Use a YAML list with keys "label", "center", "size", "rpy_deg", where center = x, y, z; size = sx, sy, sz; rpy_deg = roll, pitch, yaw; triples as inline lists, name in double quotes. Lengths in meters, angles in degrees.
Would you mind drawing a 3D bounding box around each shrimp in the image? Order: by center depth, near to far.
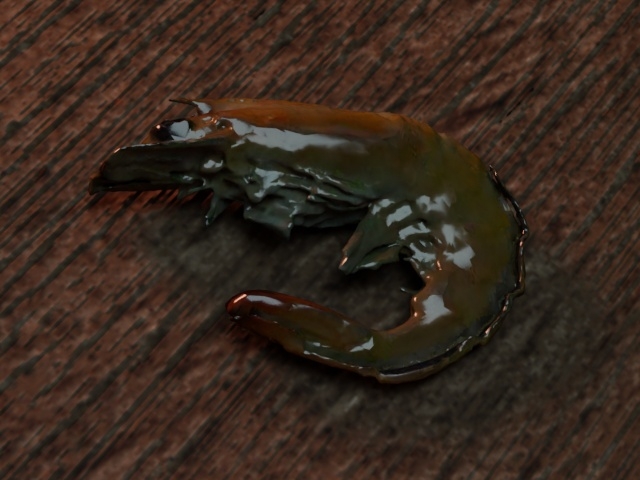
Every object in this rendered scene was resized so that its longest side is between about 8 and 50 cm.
- label: "shrimp"
  center: [0.000, 0.001, 1.076]
  size: [0.253, 0.058, 0.173]
  rpy_deg: [0, 67, -19]
